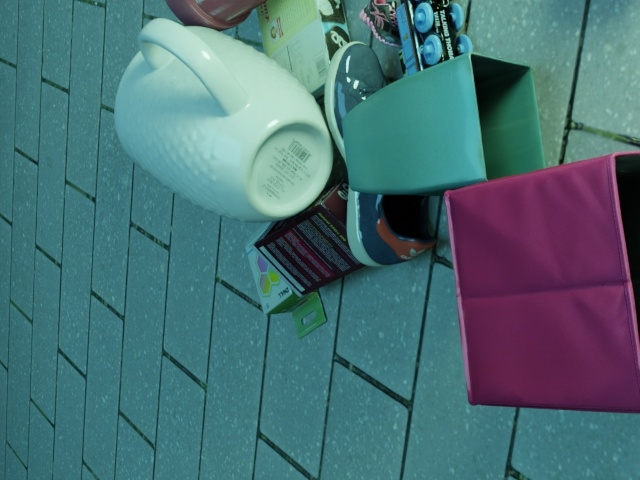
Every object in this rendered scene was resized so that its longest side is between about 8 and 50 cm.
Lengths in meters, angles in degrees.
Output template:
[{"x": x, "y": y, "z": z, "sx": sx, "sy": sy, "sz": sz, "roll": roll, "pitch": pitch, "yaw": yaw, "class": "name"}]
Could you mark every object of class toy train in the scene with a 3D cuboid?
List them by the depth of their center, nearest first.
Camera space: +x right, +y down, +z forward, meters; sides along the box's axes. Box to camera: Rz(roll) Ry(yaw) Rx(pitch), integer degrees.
[{"x": 0.157, "y": -0.311, "z": 1.513, "sx": 0.105, "sy": 0.080, "sz": 0.184, "roll": -28, "pitch": 71, "yaw": 60, "class": "toy train"}]

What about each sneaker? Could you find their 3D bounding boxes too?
[{"x": 0.109, "y": -0.138, "z": 1.574, "sx": 0.148, "sy": 0.131, "sz": 0.350, "roll": -10, "pitch": 91, "yaw": 49, "class": "sneaker"}, {"x": 0.105, "y": -0.344, "z": 1.620, "sx": 0.057, "sy": 0.047, "sz": 0.119, "roll": -57, "pitch": 49, "yaw": 27, "class": "sneaker"}]

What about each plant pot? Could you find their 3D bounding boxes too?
[{"x": 0.154, "y": -0.138, "z": 1.399, "sx": 0.234, "sy": 0.165, "sz": 0.166, "roll": -9, "pitch": 85, "yaw": 38, "class": "plant pot"}, {"x": -0.148, "y": -0.466, "z": 1.754, "sx": 0.180, "sy": 0.201, "sz": 0.201, "roll": -4, "pitch": 90, "yaw": 42, "class": "plant pot"}]

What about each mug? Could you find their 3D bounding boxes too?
[{"x": -0.160, "y": -0.203, "z": 1.658, "sx": 0.328, "sy": 0.276, "sz": 0.374, "roll": 34, "pitch": 164, "yaw": 45, "class": "mug"}]

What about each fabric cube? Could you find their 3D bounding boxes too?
[{"x": 0.324, "y": 0.046, "z": 1.144, "sx": 0.258, "sy": 0.254, "sz": 0.259, "roll": -12, "pitch": 84, "yaw": 56, "class": "fabric cube"}]

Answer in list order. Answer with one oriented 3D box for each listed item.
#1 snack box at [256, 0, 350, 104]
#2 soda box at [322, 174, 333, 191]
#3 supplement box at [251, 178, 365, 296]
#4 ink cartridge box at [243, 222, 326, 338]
[{"x": -0.037, "y": -0.396, "z": 1.805, "sx": 0.187, "sy": 0.060, "sz": 0.322, "roll": -25, "pitch": 73, "yaw": 54, "class": "snack box"}, {"x": -0.067, "y": -0.124, "z": 1.868, "sx": 0.216, "sy": 0.074, "sz": 0.069, "roll": 41, "pitch": 126, "yaw": 46, "class": "soda box"}, {"x": 0.000, "y": 0.000, "z": 1.731, "sx": 0.130, "sy": 0.073, "sz": 0.239, "roll": 47, "pitch": 146, "yaw": -11, "class": "supplement box"}, {"x": -0.067, "y": 0.070, "z": 1.899, "sx": 0.109, "sy": 0.062, "sz": 0.209, "roll": -38, "pitch": 63, "yaw": 50, "class": "ink cartridge box"}]
